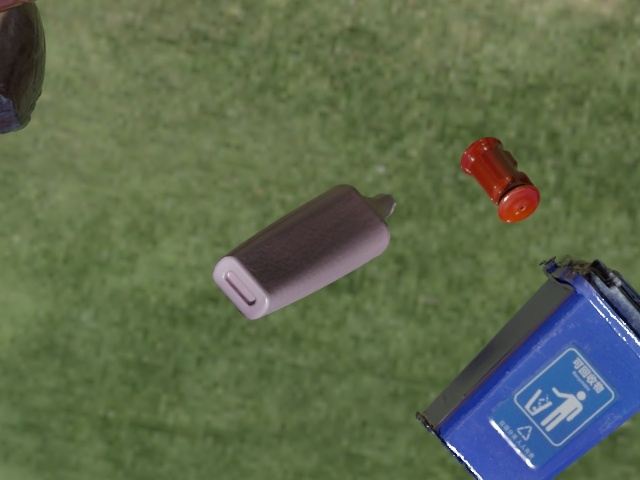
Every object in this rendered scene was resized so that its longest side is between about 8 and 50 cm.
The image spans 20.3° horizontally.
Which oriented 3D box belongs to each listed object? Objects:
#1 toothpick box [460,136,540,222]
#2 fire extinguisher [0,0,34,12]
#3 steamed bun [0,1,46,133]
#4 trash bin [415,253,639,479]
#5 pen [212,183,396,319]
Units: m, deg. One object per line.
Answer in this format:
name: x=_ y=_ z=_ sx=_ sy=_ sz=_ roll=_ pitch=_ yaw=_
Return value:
toothpick box: x=0.172 y=-0.056 z=1.692 sx=0.047 sy=0.083 sz=0.047 roll=-17 pitch=136 yaw=-17
fire extinguisher: x=-0.365 y=-0.169 z=1.336 sx=0.337 sy=0.147 sz=0.106 roll=-17 pitch=124 yaw=22
steamed bun: x=-0.313 y=-0.166 z=1.572 sx=0.144 sy=0.175 sz=0.106 roll=-4 pitch=151 yaw=0
trash bin: x=0.219 y=0.137 z=1.730 sx=0.162 sy=0.234 sz=0.184 roll=47 pitch=179 yaw=-6
pen: x=0.000 y=0.000 z=1.107 sx=0.053 sy=0.197 sz=0.032 roll=48 pitch=124 yaw=9
